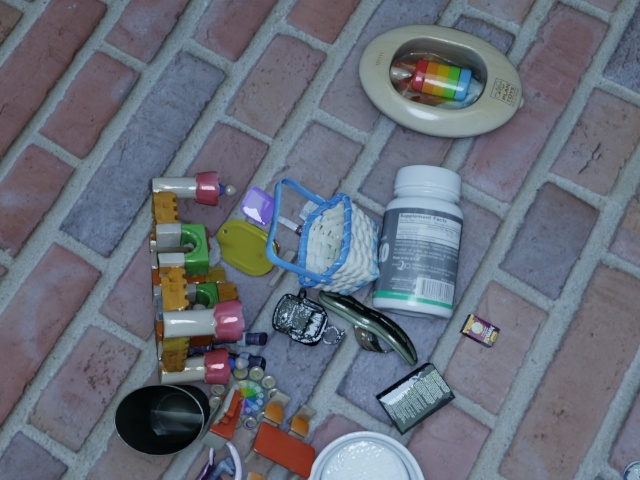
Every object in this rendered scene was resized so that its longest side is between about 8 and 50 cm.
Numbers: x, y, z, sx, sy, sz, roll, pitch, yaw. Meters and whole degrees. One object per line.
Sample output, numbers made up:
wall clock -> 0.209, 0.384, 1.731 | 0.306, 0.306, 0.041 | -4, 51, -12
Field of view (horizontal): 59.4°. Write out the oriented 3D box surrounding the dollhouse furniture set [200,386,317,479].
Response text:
dollhouse furniture set -> -0.128, 0.454, 1.279 | 0.259, 0.262, 0.135 | 31, 123, -11

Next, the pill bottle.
pill bottle -> 0.253, 0.008, 1.422 | 0.204, 0.204, 0.361 | 9, 79, 4

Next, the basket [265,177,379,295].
basket -> 0.000, 0.000, 1.379 | 0.288, 0.201, 0.255 | 32, 46, -28

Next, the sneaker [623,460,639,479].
sneaker -> 0.805, 0.559, 1.359 | 0.135, 0.058, 0.052 | -18, 78, 0

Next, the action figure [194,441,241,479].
action figure -> -0.348, 0.658, 1.271 | 0.370, 0.276, 0.248 | -11, 50, -28

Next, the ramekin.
ramekin -> 0.107, 0.595, 1.344 | 0.277, 0.135, 0.278 | -1, 78, 2

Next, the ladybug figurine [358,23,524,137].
ladybug figurine -> 0.322, -0.416, 1.526 | 0.449, 0.162, 0.305 | 19, 81, 7

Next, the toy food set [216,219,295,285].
toy food set -> -0.173, 0.025, 1.514 | 0.217, 0.071, 0.128 | 30, 105, 10

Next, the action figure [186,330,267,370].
action figure -> -0.283, 0.275, 1.451 | 0.284, 0.099, 0.186 | 6, 86, 8

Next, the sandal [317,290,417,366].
sandal -> 0.118, 0.228, 1.441 | 0.302, 0.120, 0.086 | 32, 104, 11

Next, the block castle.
block castle -> -0.279, 0.088, 1.316 | 0.212, 0.303, 0.454 | -2, 51, -20

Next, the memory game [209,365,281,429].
memory game -> -0.190, 0.399, 1.417 | 0.186, 0.012, 0.186 | -1, 106, -4

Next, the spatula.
spatula -> -0.083, -0.042, 1.536 | 0.296, 0.030, 0.084 | 31, 82, 8

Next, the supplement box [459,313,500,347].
supplement box -> 0.411, 0.234, 1.450 | 0.083, 0.043, 0.055 | 27, 80, 7

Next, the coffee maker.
coffee maker -> -0.030, 0.216, 1.405 | 0.171, 0.178, 0.120 | 44, 84, 12

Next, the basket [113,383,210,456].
basket -> -0.353, 0.420, 1.354 | 0.204, 0.227, 0.154 | 3, 79, 4

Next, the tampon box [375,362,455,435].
tampon box -> 0.232, 0.388, 1.387 | 0.161, 0.120, 0.101 | -33, 78, -4

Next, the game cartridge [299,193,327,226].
game cartridge -> -0.019, -0.085, 1.550 | 0.056, 0.017, 0.083 | 39, 83, 6
